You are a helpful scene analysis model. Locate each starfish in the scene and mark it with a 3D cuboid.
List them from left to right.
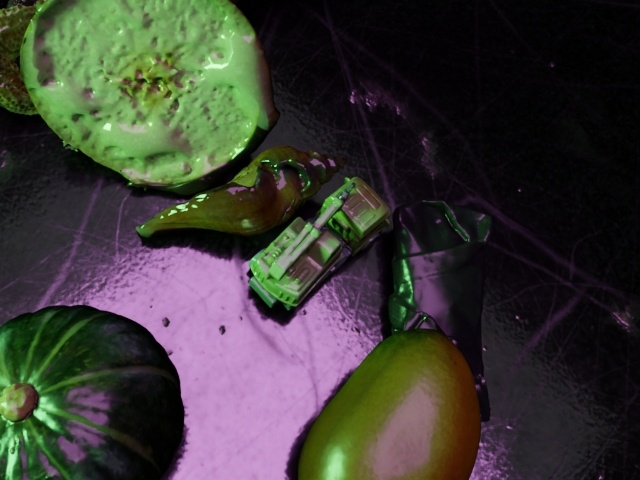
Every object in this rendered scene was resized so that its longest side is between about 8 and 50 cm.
[{"bbox_3d":[-0.370,-0.201,0.724,0.236,0.062,0.277,43,75,-38],"label":"starfish"}]

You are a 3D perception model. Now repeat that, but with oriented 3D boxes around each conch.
[{"bbox_3d":[-0.080,-0.042,0.759,0.233,0.086,0.080,-32,99,-14],"label":"conch"}]

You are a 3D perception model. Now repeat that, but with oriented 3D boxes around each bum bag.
[{"bbox_3d":[0.134,0.074,0.762,0.123,0.060,0.248,6,70,-12],"label":"bum bag"}]

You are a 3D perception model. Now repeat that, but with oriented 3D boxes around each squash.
[{"bbox_3d":[-0.229,0.159,0.604,0.218,0.172,0.218,1,72,-3],"label":"squash"}]

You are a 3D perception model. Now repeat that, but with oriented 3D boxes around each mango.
[{"bbox_3d":[0.075,0.194,0.663,0.152,0.120,0.221,39,80,4],"label":"mango"}]

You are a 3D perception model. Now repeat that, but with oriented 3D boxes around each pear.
[{"bbox_3d":[-0.174,-0.205,0.758,0.267,0.266,0.178,4,43,-9],"label":"pear"}]

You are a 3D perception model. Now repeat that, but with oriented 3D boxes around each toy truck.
[{"bbox_3d":[0.000,0.000,0.745,0.169,0.100,0.077,-38,81,-20],"label":"toy truck"}]

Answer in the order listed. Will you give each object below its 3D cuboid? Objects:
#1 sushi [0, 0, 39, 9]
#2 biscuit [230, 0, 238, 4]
[{"bbox_3d":[-0.322,-0.271,0.817,0.085,0.056,0.083,41,68,8],"label":"sushi"},{"bbox_3d":[-0.173,-0.361,0.819,0.212,0.212,0.036,22,24,-1],"label":"biscuit"}]
